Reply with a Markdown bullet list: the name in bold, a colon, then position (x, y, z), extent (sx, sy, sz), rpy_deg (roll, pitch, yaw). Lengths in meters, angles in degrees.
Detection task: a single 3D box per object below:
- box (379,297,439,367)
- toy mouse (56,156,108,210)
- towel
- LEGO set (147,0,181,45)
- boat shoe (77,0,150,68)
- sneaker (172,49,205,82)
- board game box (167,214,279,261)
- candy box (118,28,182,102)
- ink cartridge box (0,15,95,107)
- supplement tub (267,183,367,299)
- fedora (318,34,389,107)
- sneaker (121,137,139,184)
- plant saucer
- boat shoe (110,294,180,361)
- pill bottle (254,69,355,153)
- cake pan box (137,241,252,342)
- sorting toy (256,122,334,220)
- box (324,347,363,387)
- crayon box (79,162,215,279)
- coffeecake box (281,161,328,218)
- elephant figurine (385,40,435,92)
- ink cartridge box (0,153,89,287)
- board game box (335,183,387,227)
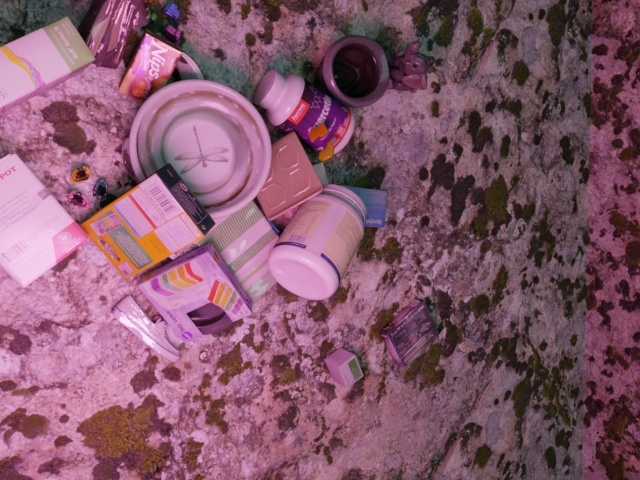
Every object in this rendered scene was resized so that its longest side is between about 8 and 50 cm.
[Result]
- **box**: position (0.369, 0.379, 2.168), extent (0.231, 0.056, 0.183), rpy_deg (-37, 114, -23)
- **toy mouse**: position (-0.651, -0.131, 1.471), extent (0.161, 0.031, 0.143), rpy_deg (-49, 124, -36)
- **towel**: position (-0.241, 0.028, 1.653), extent (0.248, 0.038, 0.325), rpy_deg (-44, 116, -22)
- **LEGO set**: position (-0.473, -0.674, 1.501), extent (0.227, 0.093, 0.087), rpy_deg (33, 77, -30)
- **boat shoe**: position (-0.536, -0.630, 1.419), extent (0.130, 0.132, 0.355), rpy_deg (17, 114, -47)
- **sneaker**: position (-0.393, -0.451, 1.575), extent (0.108, 0.100, 0.271), rpy_deg (-36, 113, -19)
- **board game box**: position (-0.335, -0.020, 1.662), extent (0.308, 0.086, 0.302), rpy_deg (47, 71, -27)
- **candy box**: position (-0.481, -0.485, 1.489), extent (0.109, 0.053, 0.186), rpy_deg (23, 117, -32)
- **ink cartridge box**: position (-0.755, -0.400, 1.284), extent (0.353, 0.207, 0.119), rpy_deg (-39, 115, -23)
- **supplement tub**: position (0.000, 0.000, 1.681), extent (0.235, 0.235, 0.325), rpy_deg (49, 51, -26)
- **fedora**: position (0.099, -0.586, 1.854), extent (0.275, 0.124, 0.243), rpy_deg (-26, 109, -31)
- **sneaker**: position (-0.498, -0.202, 1.550), extent (0.115, 0.090, 0.232), rpy_deg (-35, 121, -32)
- **plant saucer**: position (-0.347, -0.259, 1.533), extent (0.401, 0.100, 0.400), rpy_deg (0, 89, -21)
- **boat shoe**: position (-0.504, 0.267, 1.581), extent (0.084, 0.095, 0.258), rpy_deg (-48, 118, -14)
- **pill bottle**: position (-0.052, -0.425, 1.742), extent (0.323, 0.181, 0.181), rpy_deg (25, 82, -32)
- **cake pan box**: position (-0.370, 0.166, 1.589), extent (0.246, 0.070, 0.267), rpy_deg (-23, 119, 10)
- **sorting toy**: position (-0.082, -0.228, 1.685), extent (0.307, 0.041, 0.229), rpy_deg (-28, 80, 14)
- **box**: position (0.088, 0.476, 1.973), extent (0.087, 0.102, 0.101), rpy_deg (-31, 112, -24)
- **crayon box**: position (-0.473, -0.045, 1.437), extent (0.203, 0.323, 0.083), rpy_deg (55, 28, -17)
- **coffeecake box**: position (-0.064, -0.177, 1.827), extent (0.185, 0.068, 0.142), rpy_deg (-26, 111, -28)
- **elephant figurine**: position (0.346, -0.632, 1.938), extent (0.186, 0.239, 0.169), rpy_deg (-20, 105, -29)
- **ink cartridge box**: position (-0.780, -0.054, 1.358), extent (0.207, 0.117, 0.283), rpy_deg (-42, 115, -22)
- **board game box**: position (0.150, -0.125, 1.957), extent (0.281, 0.027, 0.145), rpy_deg (2, 93, -46)
